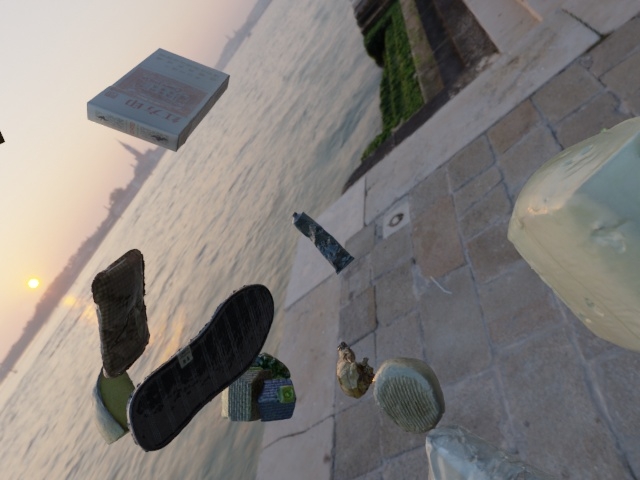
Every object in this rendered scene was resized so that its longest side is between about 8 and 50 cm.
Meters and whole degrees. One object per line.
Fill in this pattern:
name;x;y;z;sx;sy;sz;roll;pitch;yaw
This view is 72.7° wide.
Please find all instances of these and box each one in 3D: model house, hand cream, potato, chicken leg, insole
model house;-0.163;0.421;1.235;0.189;0.214;0.195;151;124;-67
hand cream;0.000;0.000;1.387;0.075;0.248;0.052;-40;10;22
potato;-0.425;0.323;0.853;0.120;0.149;0.081;-39;-13;23
chicken leg;0.091;0.349;1.215;0.101;0.085;0.207;-22;21;2
insole;-0.130;0.141;0.555;0.012;0.110;0.309;-10;11;23

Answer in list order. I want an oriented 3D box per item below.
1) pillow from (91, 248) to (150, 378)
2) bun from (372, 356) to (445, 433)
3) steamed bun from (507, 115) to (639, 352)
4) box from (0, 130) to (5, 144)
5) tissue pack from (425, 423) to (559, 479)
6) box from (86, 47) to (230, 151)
pillow;-0.338;0.127;0.749;0.135;0.034;0.211;-68;-16;-64
bun;0.207;0.344;0.996;0.166;0.173;0.113;7;21;24
steamed bun;0.554;-0.022;0.774;0.290;0.371;0.456;-42;-10;2
box;-0.785;-0.214;0.859;0.159;0.240;0.071;-53;-25;-45
tissue pack;0.343;0.578;0.812;0.390;0.195;0.376;20;119;51
box;-0.374;-0.356;1.060;0.365;0.204;0.051;-77;10;-48
